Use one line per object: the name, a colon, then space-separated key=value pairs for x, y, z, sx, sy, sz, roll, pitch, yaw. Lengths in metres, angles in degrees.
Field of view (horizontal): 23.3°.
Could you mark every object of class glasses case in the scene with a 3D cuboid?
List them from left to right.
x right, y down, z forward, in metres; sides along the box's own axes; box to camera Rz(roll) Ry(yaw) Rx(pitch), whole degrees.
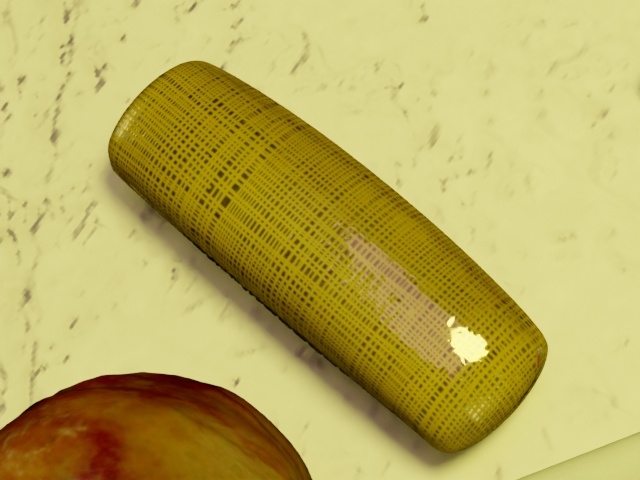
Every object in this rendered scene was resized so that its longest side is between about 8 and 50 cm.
glasses case: x=0.000 y=0.000 z=0.699 sx=0.234 sy=0.064 sz=0.079 roll=40 pitch=80 yaw=23

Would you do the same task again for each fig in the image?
fig: x=-0.050 y=0.194 z=0.550 sx=0.190 sy=0.190 sz=0.290 roll=-21 pitch=78 yaw=-5

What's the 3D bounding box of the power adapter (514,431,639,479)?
power adapter: x=0.144 y=0.155 z=0.529 sx=0.255 sy=0.124 sz=0.187 roll=-28 pitch=64 yaw=35
